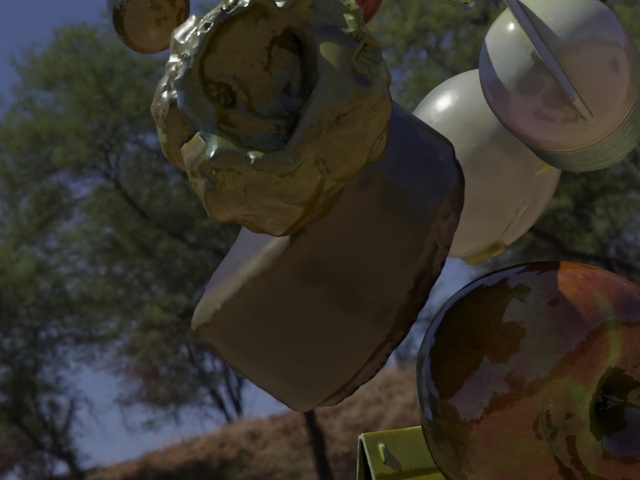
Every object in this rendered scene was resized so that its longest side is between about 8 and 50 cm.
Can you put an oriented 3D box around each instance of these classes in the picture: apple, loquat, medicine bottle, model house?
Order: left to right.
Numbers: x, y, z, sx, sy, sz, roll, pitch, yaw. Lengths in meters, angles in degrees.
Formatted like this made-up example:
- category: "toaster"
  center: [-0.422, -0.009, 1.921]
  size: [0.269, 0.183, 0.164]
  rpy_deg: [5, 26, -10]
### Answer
- category: "loquat"
  center: [-0.293, -0.397, 2.085]
  size: [0.152, 0.152, 0.195]
  rpy_deg: [-19, -31, -5]
- category: "model house"
  center: [0.193, 0.425, 1.748]
  size: [0.300, 0.323, 0.340]
  rpy_deg: [-6, -3, -15]
- category: "apple"
  center: [0.281, 0.189, 1.489]
  size: [0.340, 0.339, 0.339]
  rpy_deg: [-19, -17, -6]
- category: "medicine bottle"
  center: [0.372, -0.255, 1.886]
  size: [0.236, 0.235, 0.406]
  rpy_deg: [-26, -17, 17]

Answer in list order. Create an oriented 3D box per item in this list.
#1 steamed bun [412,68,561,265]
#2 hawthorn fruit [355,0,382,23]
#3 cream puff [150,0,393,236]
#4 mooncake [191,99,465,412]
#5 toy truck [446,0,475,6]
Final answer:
- category: "steamed bun"
  center: [0.301, -0.146, 2.363]
  size: [0.334, 0.334, 0.374]
  rpy_deg: [-4, -52, -43]
- category: "hawthorn fruit"
  center: [0.005, -0.444, 1.942]
  size: [0.231, 0.235, 0.263]
  rpy_deg: [20, -48, -29]
- category: "cream puff"
  center: [-0.060, -0.149, 1.231]
  size: [0.282, 0.281, 0.185]
  rpy_deg: [-29, -30, 26]
- category: "mooncake"
  center: [0.000, 0.000, 1.521]
  size: [0.394, 0.246, 0.393]
  rpy_deg: [-59, 18, -6]
- category: "toy truck"
  center: [0.222, -0.432, 2.060]
  size: [0.076, 0.111, 0.077]
  rpy_deg: [-38, -48, -4]
